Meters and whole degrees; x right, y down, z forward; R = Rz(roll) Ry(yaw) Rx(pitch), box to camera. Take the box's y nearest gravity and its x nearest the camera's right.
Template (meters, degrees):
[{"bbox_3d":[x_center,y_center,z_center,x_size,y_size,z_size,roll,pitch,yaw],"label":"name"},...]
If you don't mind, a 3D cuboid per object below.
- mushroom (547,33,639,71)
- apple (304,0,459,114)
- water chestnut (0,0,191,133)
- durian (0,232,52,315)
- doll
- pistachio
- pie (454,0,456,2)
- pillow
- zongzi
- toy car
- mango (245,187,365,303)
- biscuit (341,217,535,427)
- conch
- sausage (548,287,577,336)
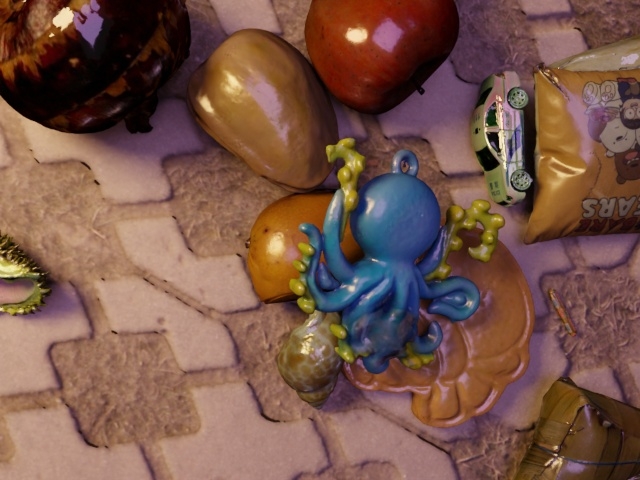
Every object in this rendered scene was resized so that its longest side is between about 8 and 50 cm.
[{"bbox_3d":[0.565,-0.316,1.024,0.312,0.081,0.100,-16,89,-8],"label":"mushroom"},{"bbox_3d":[0.087,-0.312,0.880,0.233,0.234,0.234,0,87,-9],"label":"apple"},{"bbox_3d":[-0.310,-0.266,0.806,0.299,0.300,0.300,0,87,-9],"label":"water chestnut"},{"bbox_3d":[-0.487,0.033,0.827,0.220,0.137,0.096,21,50,-3],"label":"durian"},{"bbox_3d":[0.105,0.035,0.838,0.345,0.098,0.342,4,105,-29],"label":"doll"},{"bbox_3d":[-0.067,-0.200,0.873,0.213,0.163,0.260,-45,99,-20],"label":"pistachio"},{"bbox_3d":[0.170,-0.476,0.962,0.178,0.084,0.205,22,87,-5],"label":"pie"},{"bbox_3d":[0.498,-0.148,0.972,0.309,0.119,0.313,-5,105,-12],"label":"pillow"},{"bbox_3d":[0.455,0.404,0.961,0.260,0.123,0.289,22,94,-11],"label":"zongzi"},{"bbox_3d":[0.303,-0.169,0.968,0.076,0.090,0.224,-1,88,-6],"label":"toy car"},{"bbox_3d":[0.000,0.000,0.888,0.235,0.136,0.167,-8,81,-20],"label":"mango"},{"bbox_3d":[0.205,0.145,0.956,0.351,0.057,0.312,-44,94,-9],"label":"biscuit"},{"bbox_3d":[-0.007,0.174,0.888,0.105,0.116,0.173,23,82,-7],"label":"conch"},{"bbox_3d":[0.432,0.129,1.014,0.015,0.015,0.100,-28,92,-9],"label":"sausage"}]
